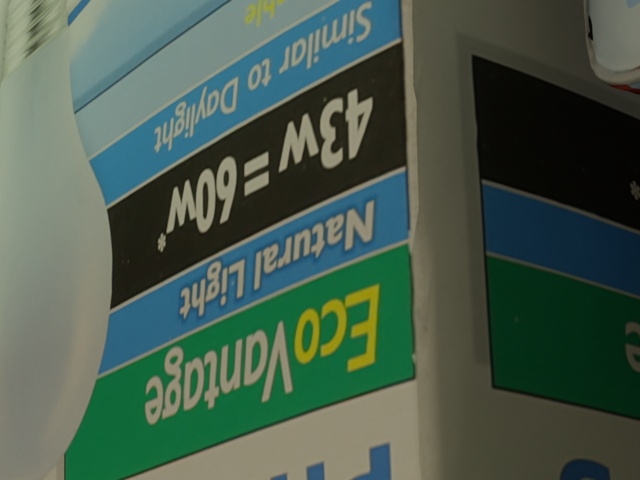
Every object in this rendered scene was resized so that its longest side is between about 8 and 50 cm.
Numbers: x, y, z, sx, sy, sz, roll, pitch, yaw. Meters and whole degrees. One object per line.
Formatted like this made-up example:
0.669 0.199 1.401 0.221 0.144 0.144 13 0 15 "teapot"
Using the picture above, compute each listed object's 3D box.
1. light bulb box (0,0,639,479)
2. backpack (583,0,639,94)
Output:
0.000 0.000 0.614 0.358 0.225 0.361 -27 57 46 "light bulb box"
0.201 -0.130 0.415 0.276 0.213 0.263 -33 37 47 "backpack"
